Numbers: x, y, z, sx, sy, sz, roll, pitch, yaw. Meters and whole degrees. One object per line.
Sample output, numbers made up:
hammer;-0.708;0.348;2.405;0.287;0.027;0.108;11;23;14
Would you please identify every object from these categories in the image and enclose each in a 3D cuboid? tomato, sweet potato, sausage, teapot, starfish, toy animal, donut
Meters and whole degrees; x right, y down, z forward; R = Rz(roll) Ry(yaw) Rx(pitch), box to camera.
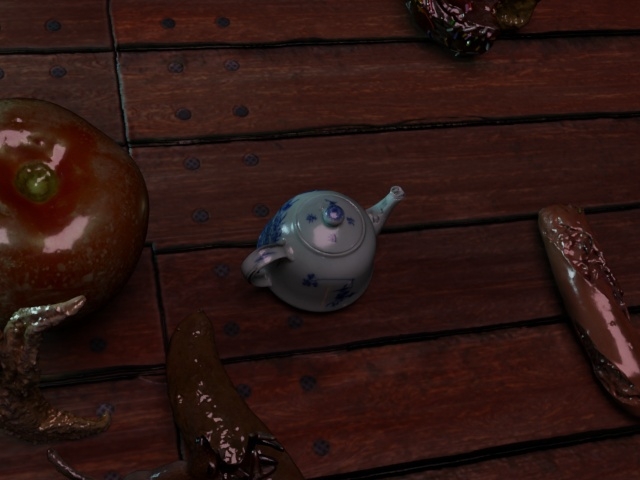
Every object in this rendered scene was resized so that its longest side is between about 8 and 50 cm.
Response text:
tomato;-0.339;-0.020;1.033;0.270;0.223;0.270;13;55;-18
sweet potato;-0.094;0.239;1.027;0.114;0.092;0.341;-22;69;-40
sausage;0.379;0.089;1.225;0.087;0.079;0.327;5;58;-40
teapot;0.000;0.000;1.145;0.232;0.159;0.159;-25;70;-24
starfish;-0.371;0.116;0.921;0.301;0.293;0.084;5;48;-9
toy animal;-0.175;0.295;0.944;0.259;0.087;0.244;11;100;0
donut;0.235;-0.395;1.439;0.216;0.096;0.230;31;60;7
